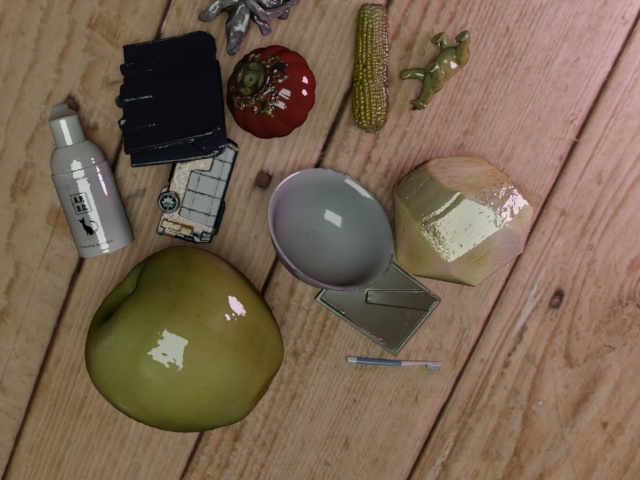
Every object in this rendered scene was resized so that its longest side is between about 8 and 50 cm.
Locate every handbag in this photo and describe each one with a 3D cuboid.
[{"bbox_3d":[-0.361,-0.323,1.728,0.269,0.325,0.118,-8,149,0],"label":"handbag"}]

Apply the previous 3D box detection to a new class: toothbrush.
[{"bbox_3d":[0.206,0.348,2.087,0.276,0.019,0.025,4,112,-7],"label":"toothbrush"}]

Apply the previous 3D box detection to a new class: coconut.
[{"bbox_3d":[0.335,-0.047,1.848,0.353,0.352,0.352,-1,105,-5],"label":"coconut"}]

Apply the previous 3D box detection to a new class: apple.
[{"bbox_3d":[-0.329,0.249,1.799,0.474,0.473,0.473,-1,105,-5],"label":"apple"}]

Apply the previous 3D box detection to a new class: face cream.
[{"bbox_3d":[-0.582,-0.152,1.812,0.146,0.145,0.369,-16,106,-1],"label":"face cream"}]

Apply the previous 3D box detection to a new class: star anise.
[{"bbox_3d":[-0.164,-0.610,1.738,0.316,0.139,0.359,11,104,-15],"label":"star anise"}]

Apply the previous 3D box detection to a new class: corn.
[{"bbox_3d":[0.127,-0.425,1.842,0.097,0.097,0.319,0,103,-6],"label":"corn"}]

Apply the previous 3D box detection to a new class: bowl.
[{"bbox_3d":[0.000,0.000,1.877,0.346,0.345,0.157,28,143,-12],"label":"bowl"}]

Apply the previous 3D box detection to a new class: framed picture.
[{"bbox_3d":[0.161,0.161,2.033,0.290,0.020,0.211,36,99,-13],"label":"framed picture"}]

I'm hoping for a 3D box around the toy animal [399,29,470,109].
[{"bbox_3d":[0.297,-0.427,1.865,0.218,0.103,0.101,-47,128,3],"label":"toy animal"}]

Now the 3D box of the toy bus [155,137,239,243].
[{"bbox_3d":[-0.309,-0.136,1.850,0.167,0.138,0.275,17,100,-12],"label":"toy bus"}]

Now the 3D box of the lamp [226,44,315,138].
[{"bbox_3d":[-0.115,-0.353,1.778,0.227,0.227,0.226,-1,105,-5],"label":"lamp"}]
